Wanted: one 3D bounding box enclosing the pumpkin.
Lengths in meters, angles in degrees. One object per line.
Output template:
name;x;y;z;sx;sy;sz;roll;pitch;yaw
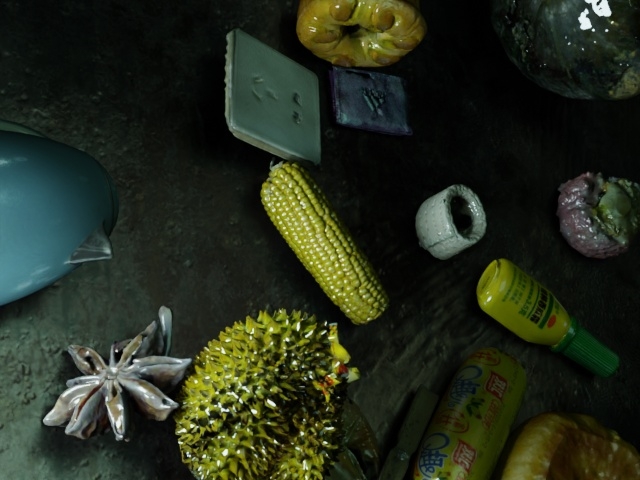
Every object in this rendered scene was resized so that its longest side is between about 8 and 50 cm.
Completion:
pumpkin;0.528;-0.481;2.190;0.344;0.454;0.454;-17;80;-47

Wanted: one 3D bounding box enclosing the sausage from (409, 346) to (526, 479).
sausage;0.239;0.307;1.868;0.123;0.123;0.347;42;52;-11

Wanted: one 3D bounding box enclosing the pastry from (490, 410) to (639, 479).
pastry;0.414;0.454;1.901;0.356;0.164;0.355;10;70;-28

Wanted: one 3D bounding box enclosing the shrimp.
shrimp;0.048;0.348;1.769;0.145;0.061;0.267;-24;82;-47

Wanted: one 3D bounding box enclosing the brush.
brush;0.130;0.324;1.820;0.043;0.036;0.248;35;43;-4

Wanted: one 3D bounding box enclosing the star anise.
star anise;-0.262;0.191;1.573;0.231;0.089;0.209;-34;46;-24

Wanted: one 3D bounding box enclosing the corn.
corn;0.000;0.000;1.860;0.101;0.101;0.310;-34;91;-38

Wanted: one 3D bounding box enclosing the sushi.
sushi;0.570;-0.039;2.250;0.241;0.107;0.161;15;66;-28

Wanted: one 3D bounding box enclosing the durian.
durian;-0.076;0.224;1.599;0.258;0.292;0.258;9;47;-10

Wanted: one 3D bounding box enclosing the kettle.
kettle;-0.444;-0.060;1.534;0.342;0.247;0.319;-15;53;-44

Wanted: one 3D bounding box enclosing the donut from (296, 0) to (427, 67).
donut;0.068;-0.384;2.001;0.227;0.227;0.113;13;65;-29

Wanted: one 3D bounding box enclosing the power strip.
power strip;-0.091;-0.223;1.919;0.213;0.065;0.198;24;56;-39

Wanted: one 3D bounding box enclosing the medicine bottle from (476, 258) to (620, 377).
medicine bottle;0.411;0.150;2.080;0.309;0.076;0.111;35;62;-17

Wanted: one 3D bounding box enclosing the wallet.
wallet;0.088;-0.246;2.069;0.166;0.030;0.111;6;72;-29

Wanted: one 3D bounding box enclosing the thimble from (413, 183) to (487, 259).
thimble;0.227;-0.033;2.030;0.102;0.090;0.115;35;53;-20
